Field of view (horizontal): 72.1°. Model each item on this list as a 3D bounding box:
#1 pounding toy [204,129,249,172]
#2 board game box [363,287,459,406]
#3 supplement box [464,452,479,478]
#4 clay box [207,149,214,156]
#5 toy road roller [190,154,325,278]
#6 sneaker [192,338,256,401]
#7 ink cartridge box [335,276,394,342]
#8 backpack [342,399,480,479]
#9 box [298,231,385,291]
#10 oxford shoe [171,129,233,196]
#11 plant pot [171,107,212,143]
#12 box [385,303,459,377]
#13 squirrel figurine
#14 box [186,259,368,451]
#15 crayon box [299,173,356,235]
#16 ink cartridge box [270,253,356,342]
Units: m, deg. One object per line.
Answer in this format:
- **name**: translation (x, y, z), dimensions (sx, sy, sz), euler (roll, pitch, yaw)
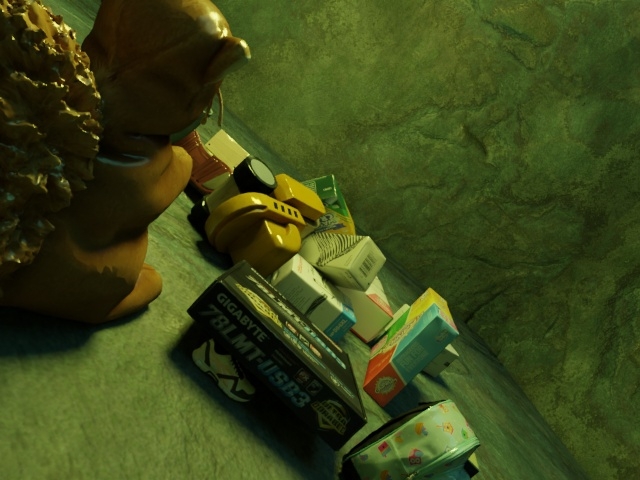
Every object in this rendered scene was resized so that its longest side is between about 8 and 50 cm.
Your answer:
- **pounding toy**: translation (-0.299, -0.254, 1.527), dimensions (0.206, 0.094, 0.181), euler (43, -14, -5)
- **board game box**: translation (0.224, 0.251, 1.107), dimensions (0.064, 0.242, 0.316), euler (43, 10, 5)
- **supplement box**: translation (0.302, 0.484, 0.992), dimensions (0.083, 0.056, 0.083), euler (45, 11, 6)
- **clay box**: translation (-0.351, -0.235, 1.373), dimensions (0.222, 0.053, 0.127), euler (42, 11, -4)
- **toy road roller**: translation (-0.121, -0.017, 1.033), dimensions (0.330, 0.203, 0.240), euler (21, 37, -54)
- **sneaker**: translation (-0.130, 0.183, 0.622), dimensions (0.109, 0.044, 0.040), euler (44, 9, -7)
- **ink cartridge box**: translation (0.095, 0.150, 1.345), dimensions (0.207, 0.117, 0.283), euler (41, 11, -11)
- **backpack**: translation (0.152, 0.334, 0.672), dimensions (0.166, 0.188, 0.144), euler (30, 17, -53)
- **box**: translation (0.030, 0.048, 1.168), dimensions (0.275, 0.113, 0.094), euler (6, -36, 50)
- **oxford shoe**: translation (-0.350, -0.206, 1.208), dimensions (0.348, 0.123, 0.130), euler (47, -15, 25)
- **plant pot**: translation (-0.437, -0.330, 1.049), dimensions (0.293, 0.196, 0.293), euler (41, 11, -9)
- **box**: translation (0.341, 0.342, 1.501), dimensions (0.181, 0.119, 0.182), euler (35, 14, -36)
- **squirrel figurine**: translation (-0.245, -0.109, 0.441), dimensions (0.281, 0.370, 0.397), euler (44, 11, 1)
- **box**: translation (-0.063, 0.165, 0.745), dimensions (0.295, 0.073, 0.293), euler (44, 2, -3)
- **crayon box**: translation (-0.013, -0.054, 1.340), dimensions (0.323, 0.203, 0.083), euler (58, 21, -58)
- **ink cartridge box**: translation (-0.019, 0.136, 1.076), dimensions (0.203, 0.086, 0.148), euler (42, 11, -12)
